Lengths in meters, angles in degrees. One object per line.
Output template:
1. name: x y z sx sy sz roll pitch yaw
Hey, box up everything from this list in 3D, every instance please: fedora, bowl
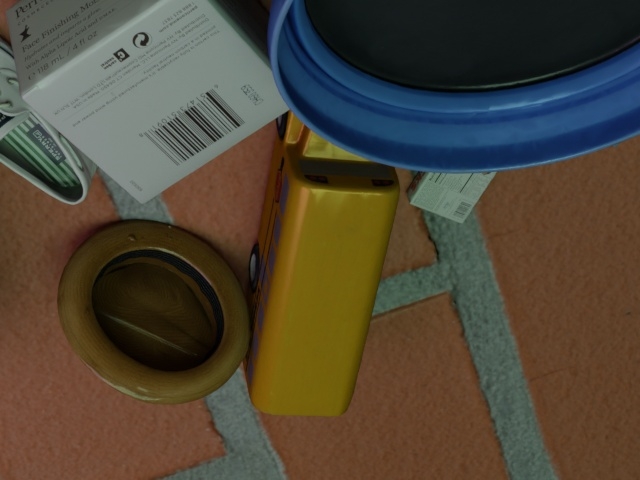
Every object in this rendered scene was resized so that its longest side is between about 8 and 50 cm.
1. fedora: -0.167 0.077 1.588 0.194 0.194 0.079 11 157 -16
2. bowl: 0.153 -0.186 1.235 0.391 0.077 0.391 -6 151 -3

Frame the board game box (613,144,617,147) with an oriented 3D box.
1. board game box: 0.274 -0.195 1.500 0.194 0.060 0.194 22 110 -22

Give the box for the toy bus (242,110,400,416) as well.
1. toy bus: 0.000 0.000 1.556 0.108 0.130 0.333 4 123 -12

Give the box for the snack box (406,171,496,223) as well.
1. snack box: 0.155 -0.099 1.581 0.064 0.022 0.178 21 118 -22

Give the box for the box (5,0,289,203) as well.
1. box: -0.144 -0.159 1.412 0.181 0.119 0.182 -32 136 13

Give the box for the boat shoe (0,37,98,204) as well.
1. boat shoe: -0.285 -0.119 1.463 0.226 0.076 0.083 37 111 -28
